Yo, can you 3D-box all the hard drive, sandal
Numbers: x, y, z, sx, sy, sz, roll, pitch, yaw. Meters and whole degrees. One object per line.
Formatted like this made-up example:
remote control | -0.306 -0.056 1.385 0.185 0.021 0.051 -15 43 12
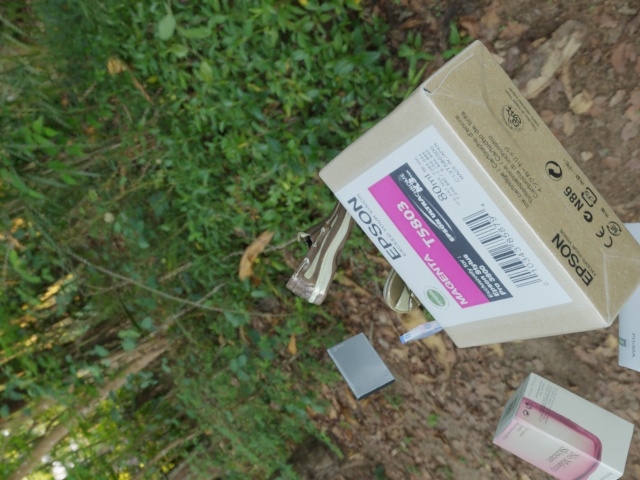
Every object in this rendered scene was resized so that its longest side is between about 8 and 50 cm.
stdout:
hard drive | 0.088 0.276 1.366 0.135 0.094 0.022 54 159 35
sandal | 0.132 0.014 0.808 0.072 0.180 0.049 38 164 -15

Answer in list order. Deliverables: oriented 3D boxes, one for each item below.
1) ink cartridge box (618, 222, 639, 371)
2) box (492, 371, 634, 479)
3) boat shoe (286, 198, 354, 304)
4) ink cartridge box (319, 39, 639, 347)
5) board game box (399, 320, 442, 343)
ink cartridge box | 0.379 0.067 0.744 0.056 0.225 0.180 0 89 34
box | 0.516 0.416 1.330 0.233 0.126 0.148 27 143 13
boat shoe | 0.002 -0.003 1.248 0.095 0.257 0.095 22 153 -3
ink cartridge box | 0.132 -0.023 0.552 0.234 0.088 0.193 50 152 -4
board game box | 0.243 0.208 1.429 0.090 0.090 0.020 -47 58 52
